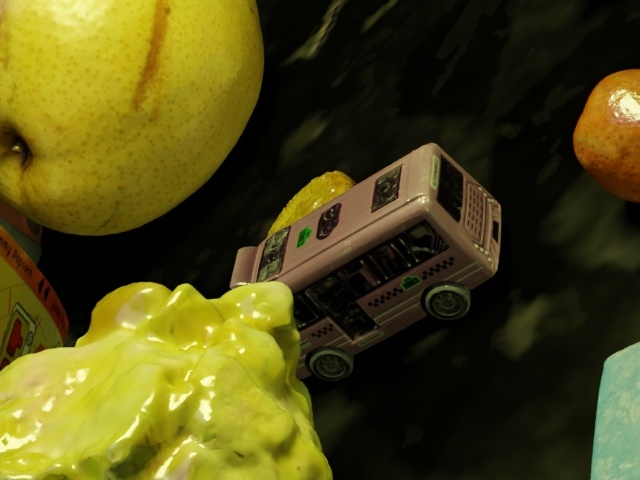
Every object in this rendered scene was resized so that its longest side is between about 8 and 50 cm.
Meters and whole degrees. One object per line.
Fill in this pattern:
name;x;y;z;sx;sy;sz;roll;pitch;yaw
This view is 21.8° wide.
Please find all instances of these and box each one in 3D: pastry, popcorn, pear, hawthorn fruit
pastry;0.000;0.000;1.229;0.097;0.057;0.109;-11;41;52
popcorn;-0.093;0.151;0.973;0.259;0.212;0.259;-15;29;8
pear;-0.202;-0.165;1.498;0.314;0.314;0.314;-35;28;21
hawthorn fruit;0.201;-0.059;0.993;0.081;0.081;0.093;-48;36;-5

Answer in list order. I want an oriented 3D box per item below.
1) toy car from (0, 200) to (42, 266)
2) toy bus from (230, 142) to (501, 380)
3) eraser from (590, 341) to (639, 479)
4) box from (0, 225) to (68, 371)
toy car;-0.395;-0.032;1.671;0.270;0.180;0.212;-19;52;43
toy bus;0.029;0.015;1.116;0.178;0.098;0.087;-31;30;29
eraser;0.262;0.060;0.747;0.311;0.043;0.144;-25;30;31
box;-0.312;0.129;1.056;0.259;0.213;0.284;81;-158;-68
